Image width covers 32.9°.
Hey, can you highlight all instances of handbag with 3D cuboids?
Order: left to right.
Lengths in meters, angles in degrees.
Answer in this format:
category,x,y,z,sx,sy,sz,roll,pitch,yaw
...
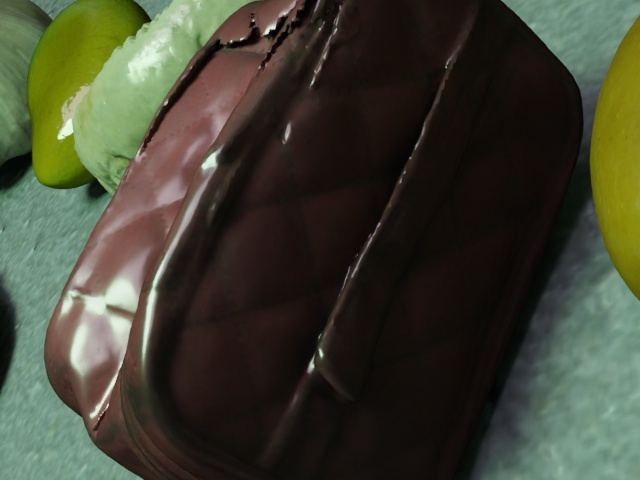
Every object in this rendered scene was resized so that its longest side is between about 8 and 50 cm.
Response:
category,x,y,z,sx,sy,sz,roll,pitch,yaw
handbag,0.000,0.000,0.428,0.135,0.146,0.225,-2,56,59

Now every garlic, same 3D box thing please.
category,x,y,z,sx,sy,sz,roll,pitch,yaw
garlic,-0.351,-0.172,0.993,0.218,0.212,0.218,-19,40,16

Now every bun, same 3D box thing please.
category,x,y,z,sx,sy,sz,roll,pitch,yaw
bun,-0.061,-0.087,0.642,0.188,0.111,0.164,-43,8,12

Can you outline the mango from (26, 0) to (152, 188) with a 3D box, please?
category,x,y,z,sx,sy,sz,roll,pitch,yaw
mango,-0.176,-0.123,0.860,0.122,0.085,0.191,-31,45,14

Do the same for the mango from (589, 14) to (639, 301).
category,x,y,z,sx,sy,sz,roll,pitch,yaw
mango,0.140,-0.050,0.353,0.102,0.085,0.184,-19,38,42
